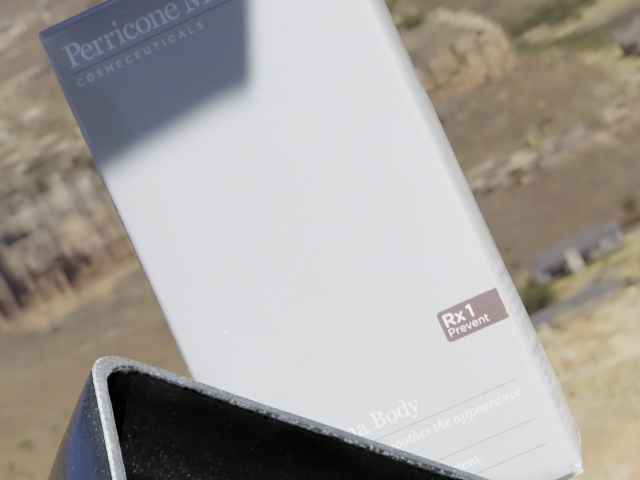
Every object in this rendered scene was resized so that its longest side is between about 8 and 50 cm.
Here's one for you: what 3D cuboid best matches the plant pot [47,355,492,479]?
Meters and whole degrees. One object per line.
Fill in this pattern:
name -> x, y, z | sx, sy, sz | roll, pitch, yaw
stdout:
plant pot -> -0.006, 0.172, 0.522 | 0.167, 0.188, 0.187 | -57, 27, 23

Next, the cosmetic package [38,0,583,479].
cosmetic package -> 0.000, 0.000, 0.771 | 0.127, 0.238, 0.107 | -26, 2, 8
